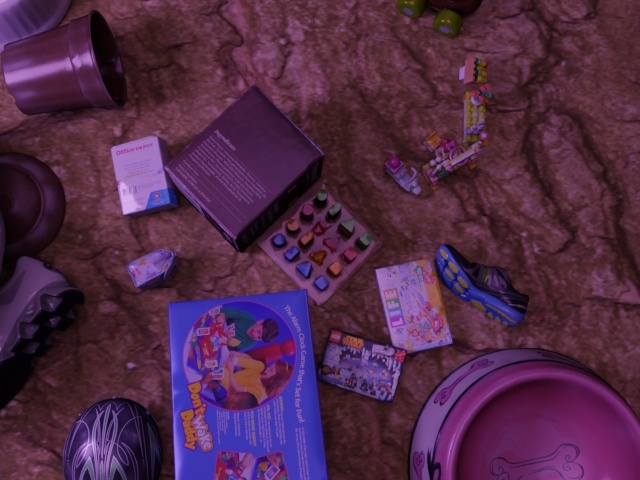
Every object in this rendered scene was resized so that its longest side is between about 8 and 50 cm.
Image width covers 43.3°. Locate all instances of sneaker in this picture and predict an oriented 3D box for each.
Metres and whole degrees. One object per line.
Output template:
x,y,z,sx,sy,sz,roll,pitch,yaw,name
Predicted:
-0.546,0.171,1.330,0.146,0.122,0.330,37,82,21,sneaker
0.281,0.071,1.406,0.188,0.067,0.078,37,61,5,sneaker

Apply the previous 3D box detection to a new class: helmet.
-0.327,0.340,1.275,0.169,0.161,0.169,1,45,-1,helmet

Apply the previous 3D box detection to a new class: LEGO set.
0.245,-0.198,1.414,0.132,0.107,0.287,37,82,3,LEGO set

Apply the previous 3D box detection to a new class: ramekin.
-0.583,-0.480,1.401,0.277,0.135,0.277,0,82,-2,ramekin

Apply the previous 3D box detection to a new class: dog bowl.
0.355,0.377,1.315,0.408,0.150,0.407,0,81,-3,dog bowl

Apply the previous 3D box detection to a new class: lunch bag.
-0.278,0.048,1.371,0.083,0.071,0.053,-28,83,-7,lunch bag

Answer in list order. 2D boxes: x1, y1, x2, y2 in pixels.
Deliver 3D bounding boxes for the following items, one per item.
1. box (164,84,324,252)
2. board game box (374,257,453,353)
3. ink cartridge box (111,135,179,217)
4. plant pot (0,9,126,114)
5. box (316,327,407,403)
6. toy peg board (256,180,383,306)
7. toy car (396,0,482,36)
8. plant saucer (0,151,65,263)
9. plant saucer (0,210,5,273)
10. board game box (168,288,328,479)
-0.124,-0.114,1.353,0.203,0.168,0.167,-44,85,-7,box
0.161,0.115,1.405,0.103,0.026,0.154,-12,83,-4,board game box
-0.303,-0.110,1.394,0.089,0.052,0.122,-13,84,9,ink cartridge box
-0.439,-0.292,1.375,0.165,0.167,0.167,-11,82,3,plant pot
0.070,0.212,1.371,0.137,0.027,0.094,15,85,10,box
0.000,0.000,1.388,0.160,0.079,0.161,-44,86,-8,toy peg board
0.232,-0.478,1.413,0.149,0.188,0.155,27,81,1,toy car
-0.544,-0.060,1.392,0.199,0.036,0.198,0,81,-2,plant saucer
-0.640,0.099,1.277,0.401,0.100,0.400,-15,51,19,plant saucer
-0.118,0.263,1.298,0.233,0.078,0.347,-5,66,-3,board game box
